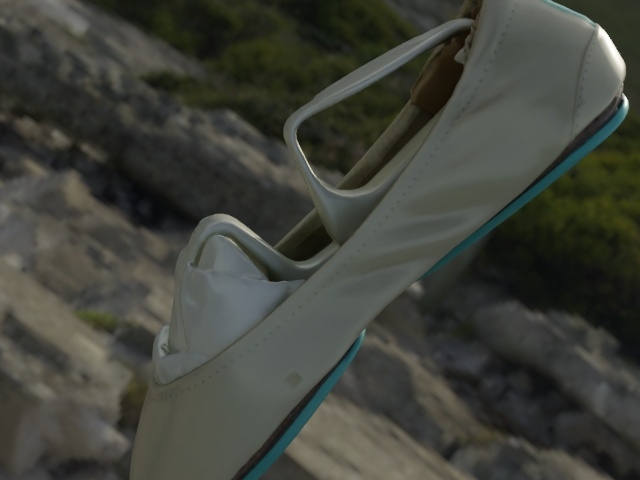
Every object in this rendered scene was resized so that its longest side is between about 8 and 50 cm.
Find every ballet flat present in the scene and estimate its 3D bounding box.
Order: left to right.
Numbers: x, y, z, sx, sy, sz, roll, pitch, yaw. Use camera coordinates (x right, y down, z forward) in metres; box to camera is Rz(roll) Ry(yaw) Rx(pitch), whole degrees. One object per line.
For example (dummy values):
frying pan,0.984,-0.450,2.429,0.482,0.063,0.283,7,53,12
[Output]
ballet flat,0.000,0.000,0.653,0.086,0.248,0.086,45,2,-2
